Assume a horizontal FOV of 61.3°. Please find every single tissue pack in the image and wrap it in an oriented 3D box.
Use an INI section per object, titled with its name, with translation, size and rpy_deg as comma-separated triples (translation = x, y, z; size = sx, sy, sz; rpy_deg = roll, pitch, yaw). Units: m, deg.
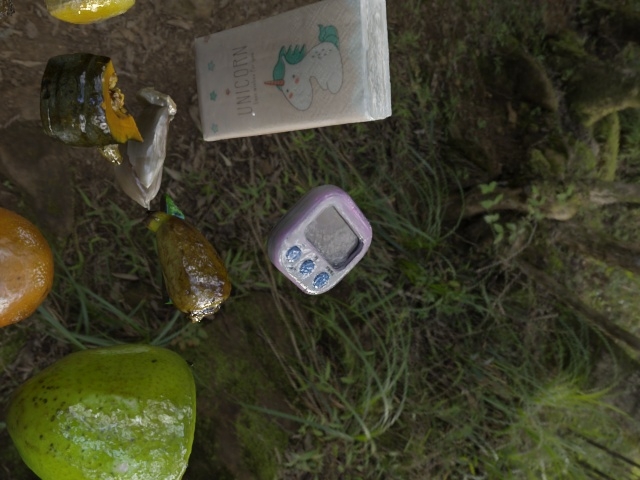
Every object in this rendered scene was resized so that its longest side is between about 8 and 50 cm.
[tissue pack]
translation = -0.054, -0.248, 0.809
size = 0.071, 0.325, 0.170
rpy_deg = -18, 105, -52

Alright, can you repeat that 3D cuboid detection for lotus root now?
[lotus root]
translation = -0.207, 0.029, 0.837
size = 0.094, 0.191, 0.108
rpy_deg = -25, 178, 1

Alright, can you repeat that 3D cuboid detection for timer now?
[timer]
translation = 0.000, 0.000, 1.039
size = 0.191, 0.069, 0.208
rpy_deg = -45, 136, -4

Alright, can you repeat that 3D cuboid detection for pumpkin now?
[pumpkin]
translation = -0.418, -0.211, 0.986
size = 0.248, 0.130, 0.126
rpy_deg = 89, 0, -64

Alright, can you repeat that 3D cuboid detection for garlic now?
[garlic]
translation = -0.492, -0.246, 1.507
size = 0.279, 0.132, 0.325
rpy_deg = 159, -55, -71

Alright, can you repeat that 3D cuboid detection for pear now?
[pear]
translation = -0.419, 0.320, 1.028
size = 0.318, 0.342, 0.239
rpy_deg = 17, 116, -31

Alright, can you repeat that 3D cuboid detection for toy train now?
[toy train]
translation = -0.275, 0.013, 1.022
size = 0.042, 0.044, 0.209
rpy_deg = 3, 78, -34

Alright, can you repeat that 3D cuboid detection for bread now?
[bread]
translation = -0.521, -0.569, 1.192
size = 0.197, 0.197, 0.171
rpy_deg = -41, 131, -38

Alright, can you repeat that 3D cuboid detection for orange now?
[orange]
translation = -0.590, 0.049, 0.943
size = 0.170, 0.224, 0.224
rpy_deg = -76, -170, -89

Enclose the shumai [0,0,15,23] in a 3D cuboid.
[shumai]
translation = -0.639, -0.370, 0.850
size = 0.184, 0.185, 0.218
rpy_deg = 116, -12, -60
